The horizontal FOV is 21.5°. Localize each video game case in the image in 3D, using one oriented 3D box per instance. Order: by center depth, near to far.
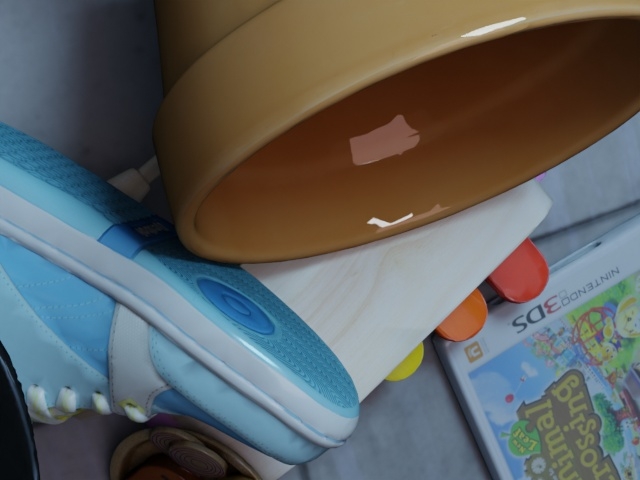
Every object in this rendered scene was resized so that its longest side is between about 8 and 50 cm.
[{"bbox_3d":[0.201,0.115,1.214,0.193,0.023,0.212,-29,107,-16],"label":"video game case"}]

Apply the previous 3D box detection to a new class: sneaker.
[{"bbox_3d":[-0.147,0.081,0.968,0.319,0.127,0.208,33,100,16],"label":"sneaker"}]

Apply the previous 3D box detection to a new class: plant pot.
[{"bbox_3d":[0.029,-0.138,0.927,0.291,0.291,0.203,-14,74,-20],"label":"plant pot"}]

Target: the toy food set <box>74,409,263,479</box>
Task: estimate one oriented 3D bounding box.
[{"bbox_3d":[-0.080,0.170,1.057,0.192,0.132,0.038,56,40,-16],"label":"toy food set"}]

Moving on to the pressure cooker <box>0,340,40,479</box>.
[{"bbox_3d":[-0.372,0.106,0.772,0.375,0.420,0.370,31,76,-36],"label":"pressure cooker"}]

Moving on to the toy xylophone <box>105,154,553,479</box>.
[{"bbox_3d":[0.000,0.000,1.083,0.322,0.081,0.236,-35,96,-12],"label":"toy xylophone"}]
